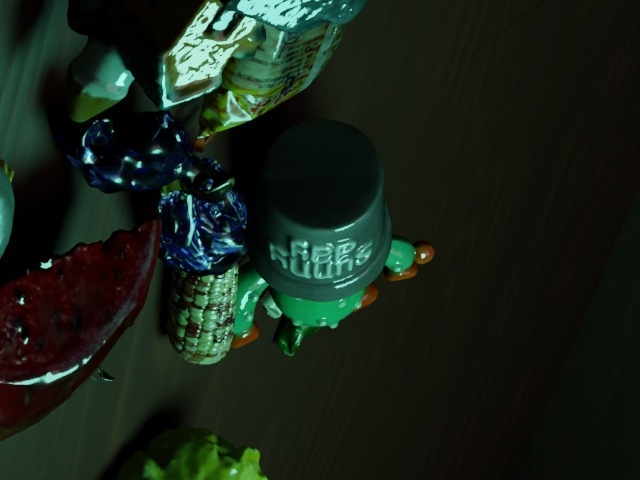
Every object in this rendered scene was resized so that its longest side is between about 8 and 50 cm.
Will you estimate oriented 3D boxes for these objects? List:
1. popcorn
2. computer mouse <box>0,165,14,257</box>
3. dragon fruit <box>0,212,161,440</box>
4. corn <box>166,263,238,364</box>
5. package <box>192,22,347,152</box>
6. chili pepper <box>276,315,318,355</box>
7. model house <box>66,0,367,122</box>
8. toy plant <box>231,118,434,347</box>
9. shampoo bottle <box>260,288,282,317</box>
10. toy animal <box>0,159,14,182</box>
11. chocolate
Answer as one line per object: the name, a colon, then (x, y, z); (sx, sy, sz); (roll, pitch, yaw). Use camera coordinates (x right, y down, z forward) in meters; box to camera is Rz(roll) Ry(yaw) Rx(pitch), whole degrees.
popcorn: (-0.169, 0.375, 2.261); (0.192, 0.233, 0.266); (27, 68, -73)
computer mouse: (-0.419, 0.053, 1.475); (0.371, 0.122, 0.188); (-49, 150, -4)
dragon fruit: (-0.288, 0.125, 1.744); (0.343, 0.100, 0.282); (-29, 161, -44)
corn: (-0.138, 0.046, 2.092); (0.086, 0.086, 0.253); (-38, 150, -40)
package: (-0.039, -0.238, 1.914); (0.223, 0.108, 0.288); (-35, 150, -41)
chili pepper: (0.006, 0.071, 2.431); (0.216, 0.062, 0.108); (-61, -163, 15)
model house: (-0.132, -0.220, 1.614); (0.291, 0.253, 0.184); (-47, 147, 17)
toy plant: (-0.011, 0.008, 2.189); (0.279, 0.185, 0.400); (-40, 162, -16)
shampoo bottle: (-0.030, 0.041, 2.374); (0.141, 0.034, 0.049); (-54, 152, -14)
toy animal: (-0.333, -0.010, 1.648); (0.159, 0.070, 0.083); (-56, 164, -23)
chocolate: (-0.166, -0.072, 1.836); (0.343, 0.148, 0.126); (53, 43, -65)
